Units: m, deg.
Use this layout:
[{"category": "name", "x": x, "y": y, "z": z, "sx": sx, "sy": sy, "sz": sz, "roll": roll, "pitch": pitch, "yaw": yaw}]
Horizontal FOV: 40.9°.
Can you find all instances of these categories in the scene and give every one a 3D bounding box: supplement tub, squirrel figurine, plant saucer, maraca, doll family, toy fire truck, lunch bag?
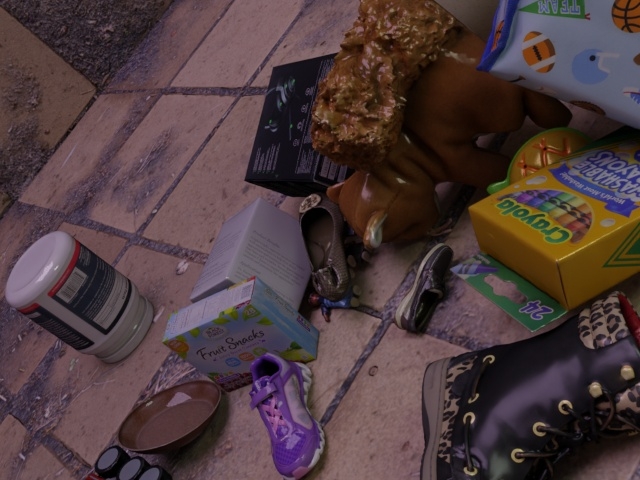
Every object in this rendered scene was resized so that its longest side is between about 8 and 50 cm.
[{"category": "supplement tub", "x": -0.515, "y": 0.125, "z": 1.848, "sx": 0.191, "sy": 0.272, "sz": 0.191, "roll": -29, "pitch": 36, "yaw": 24}, {"category": "squirrel figurine", "x": 0.126, "y": -0.178, "z": 1.363, "sx": 0.370, "sy": 0.397, "sz": 0.281, "roll": -51, "pitch": 41, "yaw": 17}, {"category": "plant saucer", "x": -0.262, "y": 0.320, "z": 1.524, "sx": 0.199, "sy": 0.036, "sz": 0.198, "roll": -18, "pitch": 22, "yaw": 8}, {"category": "maraca", "x": 0.333, "y": -0.085, "z": 1.281, "sx": 0.186, "sy": 0.099, "sz": 0.127, "roll": -45, "pitch": 70, "yaw": 21}, {"category": "doll family", "x": 0.028, "y": 0.046, "z": 1.510, "sx": 0.111, "sy": 0.076, "sz": 0.193, "roll": -6, "pitch": 53, "yaw": 39}, {"category": "toy fire truck", "x": -0.327, "y": 0.492, "z": 1.389, "sx": 0.217, "sy": 0.158, "sz": 0.246, "roll": 4, "pitch": 47, "yaw": 50}, {"category": "lunch bag", "x": 0.410, "y": -0.309, "z": 1.175, "sx": 0.385, "sy": 0.328, "sz": 0.238, "roll": -63, "pitch": -6, "yaw": -56}]

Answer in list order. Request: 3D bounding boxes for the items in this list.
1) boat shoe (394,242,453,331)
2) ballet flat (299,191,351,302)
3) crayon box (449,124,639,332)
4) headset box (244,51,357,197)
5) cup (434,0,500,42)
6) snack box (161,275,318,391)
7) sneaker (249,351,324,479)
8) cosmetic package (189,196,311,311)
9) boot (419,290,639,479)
[{"category": "boat shoe", "x": 0.172, "y": 0.076, "z": 1.337, "sx": 0.049, "sy": 0.056, "sz": 0.152, "roll": 20, "pitch": 80, "yaw": 50}, {"category": "ballet flat", "x": 0.000, "y": 0.000, "z": 1.471, "sx": 0.084, "sy": 0.058, "sz": 0.249, "roll": -34, "pitch": 42, "yaw": 23}, {"category": "crayon box", "x": 0.343, "y": -0.027, "z": 1.116, "sx": 0.323, "sy": 0.083, "sz": 0.203, "roll": -28, "pitch": 29, "yaw": -11}, {"category": "headset box", "x": -0.010, "y": -0.211, "z": 1.648, "sx": 0.283, "sy": 0.131, "sz": 0.246, "roll": 5, "pitch": 80, "yaw": 56}, {"category": "cup", "x": 0.288, "y": -0.494, "z": 1.618, "sx": 0.236, "sy": 0.331, "sz": 0.331, "roll": -66, "pitch": 30, "yaw": 15}, {"category": "snack box", "x": -0.137, "y": 0.164, "z": 1.472, "sx": 0.207, "sy": 0.174, "sz": 0.070, "roll": -25, "pitch": 37, "yaw": 29}, {"category": "sneaker", "x": -0.065, "y": 0.267, "z": 1.348, "sx": 0.095, "sy": 0.104, "sz": 0.236, "roll": -35, "pitch": 36, "yaw": 15}, {"category": "cosmetic package", "x": -0.115, "y": 0.051, "z": 1.563, "sx": 0.151, "sy": 0.151, "sz": 0.183, "roll": -30, "pitch": 33, "yaw": 51}, {"category": "boot", "x": 0.265, "y": 0.236, "z": 0.986, "sx": 0.284, "sy": 0.138, "sz": 0.377, "roll": -30, "pitch": 28, "yaw": 23}]
